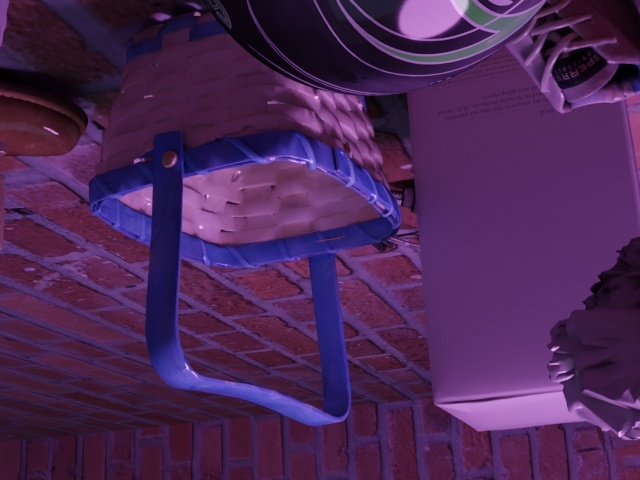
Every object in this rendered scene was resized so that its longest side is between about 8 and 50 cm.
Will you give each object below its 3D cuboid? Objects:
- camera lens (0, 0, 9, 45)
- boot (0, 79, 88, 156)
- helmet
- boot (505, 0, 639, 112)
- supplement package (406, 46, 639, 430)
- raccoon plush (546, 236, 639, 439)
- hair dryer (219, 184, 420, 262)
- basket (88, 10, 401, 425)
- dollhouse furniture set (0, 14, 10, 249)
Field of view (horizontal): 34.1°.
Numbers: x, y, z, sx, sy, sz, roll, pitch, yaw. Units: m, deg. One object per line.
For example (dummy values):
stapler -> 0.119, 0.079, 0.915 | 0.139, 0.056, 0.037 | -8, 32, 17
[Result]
camera lens -> -0.306, -0.147, 0.457 | 0.274, 0.219, 0.219 | -5, 162, 6
boot -> -0.347, -0.074, 0.853 | 0.305, 0.115, 0.112 | 0, 160, -14
helmet -> 0.026, -0.141, 0.431 | 0.169, 0.169, 0.161 | -13, 150, 28
boot -> 0.137, -0.143, 0.608 | 0.095, 0.123, 0.258 | -27, 167, 34
supplement package -> 0.183, -0.002, 0.875 | 0.175, 0.292, 0.177 | -9, 161, 17
raccoon plush -> 0.298, -0.047, 0.681 | 0.446, 0.216, 0.299 | -43, 146, -3
hair dryer -> 0.000, 0.000, 1.195 | 0.294, 0.080, 0.223 | 0, 162, -9
basket -> -0.049, -0.013, 0.801 | 0.201, 0.288, 0.255 | -16, 156, 21
dollhouse furniture set -> -0.313, -0.082, 0.717 | 0.101, 0.181, 0.161 | -18, 157, 39
